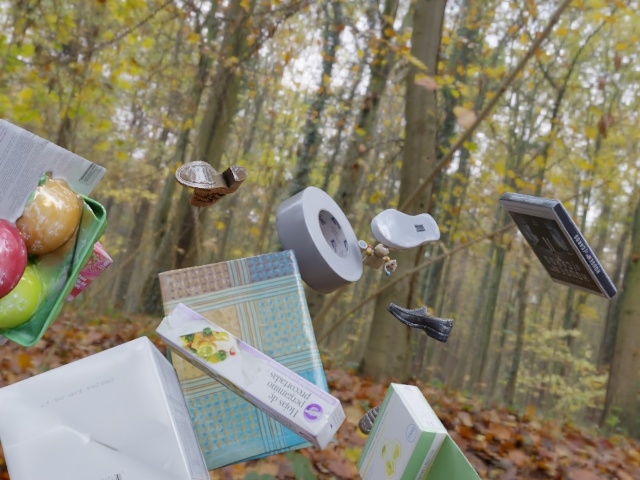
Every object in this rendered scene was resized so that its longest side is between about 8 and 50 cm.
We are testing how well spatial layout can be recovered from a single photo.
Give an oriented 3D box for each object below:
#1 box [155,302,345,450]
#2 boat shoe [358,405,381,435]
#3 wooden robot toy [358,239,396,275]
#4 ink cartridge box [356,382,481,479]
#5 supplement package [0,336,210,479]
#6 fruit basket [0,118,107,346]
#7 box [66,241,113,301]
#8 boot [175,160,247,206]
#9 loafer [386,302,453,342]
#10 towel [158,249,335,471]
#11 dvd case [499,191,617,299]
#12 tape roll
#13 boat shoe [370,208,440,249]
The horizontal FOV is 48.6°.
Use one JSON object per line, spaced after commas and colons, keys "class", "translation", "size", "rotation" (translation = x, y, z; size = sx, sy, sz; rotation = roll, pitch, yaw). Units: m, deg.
{"class": "box", "translation": [-0.112, 0.200, 1.075], "size": [0.324, 0.063, 0.067], "rotation": [27, -25, 27]}
{"class": "boat shoe", "translation": [0.176, 0.457, 1.835], "size": [0.190, 0.068, 0.072], "rotation": [-16, -20, -24]}
{"class": "wooden robot toy", "translation": [0.144, 0.027, 1.871], "size": [0.173, 0.076, 0.079], "rotation": [20, -48, -18]}
{"class": "ink cartridge box", "translation": [0.140, 0.350, 1.056], "size": [0.056, 0.171, 0.235], "rotation": [13, 20, -22]}
{"class": "supplement package", "translation": [-0.280, 0.279, 0.966], "size": [0.200, 0.198, 0.262], "rotation": [-20, -17, -9]}
{"class": "fruit basket", "translation": [-0.439, 0.010, 0.960], "size": [0.166, 0.326, 0.353], "rotation": [28, -1, 9]}
{"class": "box", "translation": [-0.527, -0.006, 1.316], "size": [0.128, 0.123, 0.257], "rotation": [45, -2, 33]}
{"class": "boot", "translation": [-0.291, -0.128, 1.742], "size": [0.197, 0.072, 0.152], "rotation": [-1, -22, -39]}
{"class": "loafer", "translation": [0.248, 0.190, 1.762], "size": [0.170, 0.061, 0.062], "rotation": [25, 8, -1]}
{"class": "towel", "translation": [-0.138, 0.209, 1.280], "size": [0.272, 0.369, 0.040], "rotation": [-9, -22, -11]}
{"class": "dvd case", "translation": [0.475, 0.008, 1.427], "size": [0.238, 0.030, 0.179], "rotation": [52, -9, -18]}
{"class": "tape roll", "translation": [0.000, 0.000, 1.485], "size": [0.072, 0.219, 0.219], "rotation": [-29, -28, 23]}
{"class": "boat shoe", "translation": [0.176, -0.010, 1.587], "size": [0.084, 0.095, 0.258], "rotation": [-28, -20, 33]}
